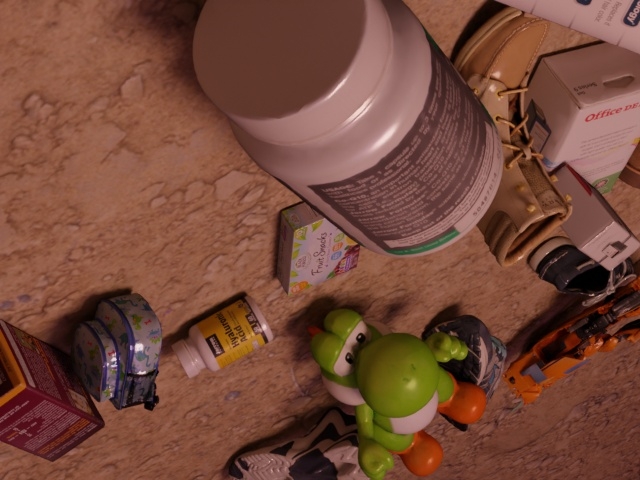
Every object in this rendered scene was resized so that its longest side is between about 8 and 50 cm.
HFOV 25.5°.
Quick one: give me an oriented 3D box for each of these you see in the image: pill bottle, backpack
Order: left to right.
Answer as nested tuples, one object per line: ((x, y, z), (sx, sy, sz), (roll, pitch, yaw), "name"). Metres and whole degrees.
((-0.229, 0.123, 1.594), (0.084, 0.105, 0.114), (-5, 124, -36), "backpack")
((-0.122, 0.122, 1.742), (0.116, 0.065, 0.065), (-29, 151, -7), "pill bottle")
((0.034, -0.127, 1.372), (0.204, 0.204, 0.361), (-38, 152, 8), "pill bottle")

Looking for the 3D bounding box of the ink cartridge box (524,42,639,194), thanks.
((0.321, -0.139, 1.758), (0.154, 0.093, 0.212), (-18, 150, -27), "ink cartridge box")

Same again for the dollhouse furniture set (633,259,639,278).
((0.545, 0.092, 2.350), (0.091, 0.081, 0.114), (-39, 151, 11), "dollhouse furniture set")

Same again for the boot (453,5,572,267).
((0.217, -0.116, 1.571), (0.095, 0.203, 0.262), (-10, 145, -38), "boot")

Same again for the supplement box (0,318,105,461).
((-0.330, 0.164, 1.557), (0.081, 0.104, 0.188), (-35, 151, 5), "supplement box")

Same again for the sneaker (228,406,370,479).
((-0.012, 0.320, 2.129), (0.235, 0.094, 0.153), (-19, -171, 23), "sneaker")

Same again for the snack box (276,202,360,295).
((0.000, 0.000, 1.706), (0.100, 0.037, 0.141), (-21, 149, -18), "snack box")

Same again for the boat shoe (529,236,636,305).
((0.415, 0.048, 2.156), (0.095, 0.079, 0.254), (-47, 149, 20), "boat shoe")

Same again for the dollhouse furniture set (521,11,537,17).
((0.370, -0.433, 1.302), (0.394, 0.256, 0.362), (-5, 145, -7), "dollhouse furniture set")

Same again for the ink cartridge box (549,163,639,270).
((0.331, -0.027, 1.743), (0.056, 0.099, 0.135), (-41, 154, 13), "ink cartridge box")

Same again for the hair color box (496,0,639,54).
((0.188, -0.284, 1.163), (0.174, 0.347, 0.105), (110, 1, -54), "hair color box")

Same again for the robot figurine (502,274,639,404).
((0.437, 0.151, 2.269), (0.291, 0.085, 0.211), (-36, 174, 29), "robot figurine")

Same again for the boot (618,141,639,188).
((0.544, -0.140, 1.981), (0.305, 0.112, 0.115), (-6, 131, -37), "boot")

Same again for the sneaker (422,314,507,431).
((0.230, 0.176, 2.173), (0.122, 0.110, 0.283), (-43, 158, -22), "sneaker")

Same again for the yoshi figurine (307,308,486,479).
((0.117, 0.213, 1.933), (0.203, 0.203, 0.362), (-16, 148, 21), "yoshi figurine")
